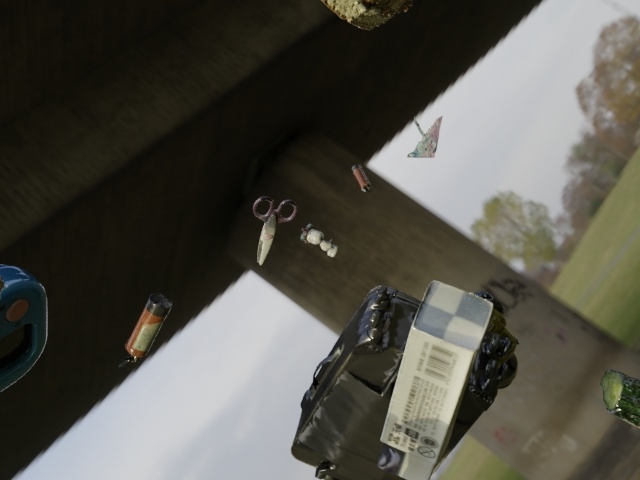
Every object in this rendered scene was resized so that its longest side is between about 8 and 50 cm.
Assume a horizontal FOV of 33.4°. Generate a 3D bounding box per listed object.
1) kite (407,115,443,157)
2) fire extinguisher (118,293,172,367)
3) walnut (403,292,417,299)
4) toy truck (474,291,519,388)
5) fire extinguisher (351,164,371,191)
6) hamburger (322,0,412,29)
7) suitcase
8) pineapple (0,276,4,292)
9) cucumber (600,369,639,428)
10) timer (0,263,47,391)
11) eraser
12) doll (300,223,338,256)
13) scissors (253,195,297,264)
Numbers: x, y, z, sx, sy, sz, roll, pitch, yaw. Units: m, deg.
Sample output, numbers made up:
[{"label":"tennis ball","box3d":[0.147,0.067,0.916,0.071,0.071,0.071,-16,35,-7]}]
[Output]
[{"label":"kite","box3d":[0.246,-0.245,2.522,0.011,0.156,0.139,20,-58,-34]},{"label":"fire extinguisher","box3d":[-0.355,0.186,2.146,0.062,0.050,0.177,-19,-35,-56]},{"label":"walnut","box3d":[0.144,0.155,2.088,0.124,0.105,0.105,-27,-15,-1]},{"label":"toy truck","box3d":[0.327,0.215,2.120,0.147,0.165,0.224,-49,-12,-17]},{"label":"fire extinguisher","box3d":[0.088,-0.130,2.286,0.022,0.083,0.028,-40,-44,17]},{"label":"hamburger","box3d":[0.078,-0.519,2.084,0.155,0.282,0.245,-40,31,18]},{"label":"suitcase","box3d":[0.126,0.270,1.883,0.194,0.283,0.434,-73,8,-50]},{"label":"pineapple","box3d":[-0.582,0.135,1.616,0.128,0.128,0.248,109,-178,-53]},{"label":"cucumber","box3d":[0.581,0.296,1.741,0.077,0.265,0.077,-62,-7,-13]},{"label":"timer","box3d":[-0.681,0.204,2.035,0.340,0.115,0.309,-34,-28,-36]},{"label":"eraser","box3d":[0.161,0.221,1.559,0.404,0.098,0.096,97,-163,-52]},{"label":"doll","box3d":[-0.002,-0.001,2.208,0.040,0.058,0.085,-59,-39,-4]},{"label":"scissors","box3d":[-0.100,-0.017,2.083,0.022,0.085,0.176,-96,18,-45]}]
